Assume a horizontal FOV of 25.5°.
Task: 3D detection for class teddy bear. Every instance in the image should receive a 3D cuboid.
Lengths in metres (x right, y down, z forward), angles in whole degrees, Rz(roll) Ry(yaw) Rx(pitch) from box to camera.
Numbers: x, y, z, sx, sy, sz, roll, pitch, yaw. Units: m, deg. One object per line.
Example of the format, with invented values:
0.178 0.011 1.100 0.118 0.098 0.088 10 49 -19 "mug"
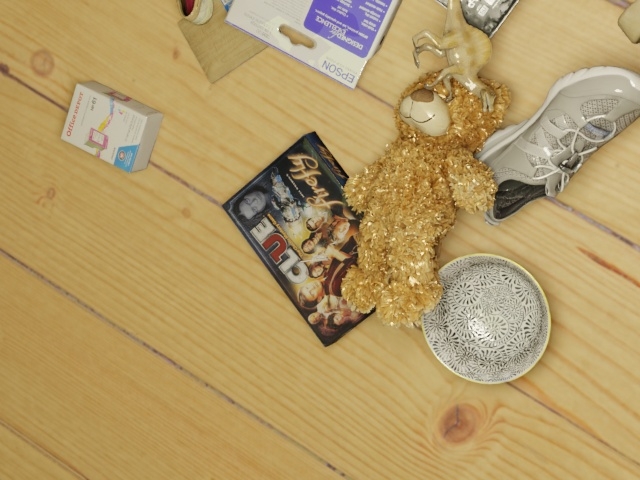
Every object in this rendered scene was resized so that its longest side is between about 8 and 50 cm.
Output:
0.114 -0.057 1.750 0.113 0.245 0.338 20 107 -26 "teddy bear"

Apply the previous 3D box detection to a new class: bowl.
0.220 0.092 1.810 0.170 0.080 0.170 5 102 22 "bowl"

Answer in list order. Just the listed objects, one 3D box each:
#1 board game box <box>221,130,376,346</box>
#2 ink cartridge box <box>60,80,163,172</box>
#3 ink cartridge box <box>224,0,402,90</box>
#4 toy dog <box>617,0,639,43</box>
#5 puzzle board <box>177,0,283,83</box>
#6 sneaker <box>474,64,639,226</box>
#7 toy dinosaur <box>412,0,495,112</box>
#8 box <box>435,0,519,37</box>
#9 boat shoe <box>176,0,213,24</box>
0.000 0.000 1.904 0.165 0.042 0.243 -39 84 25 "board game box"
-0.294 -0.160 1.990 0.122 0.052 0.088 26 110 17 "ink cartridge box"
0.005 -0.332 1.829 0.206 0.045 0.208 30 108 13 "ink cartridge box"
0.466 -0.270 1.571 0.220 0.161 0.333 36 119 15 "toy dog"
-0.121 -0.285 1.913 0.128 0.011 0.096 -30 87 25 "puzzle board"
0.290 -0.105 1.679 0.105 0.115 0.281 20 145 -24 "sneaker"
0.157 -0.235 1.693 0.093 0.053 0.183 -15 92 -2 "toy dinosaur"
0.195 -0.442 1.678 0.257 0.079 0.322 36 110 1 "box"
-0.174 -0.358 1.896 0.050 0.045 0.135 -10 88 26 "boat shoe"
